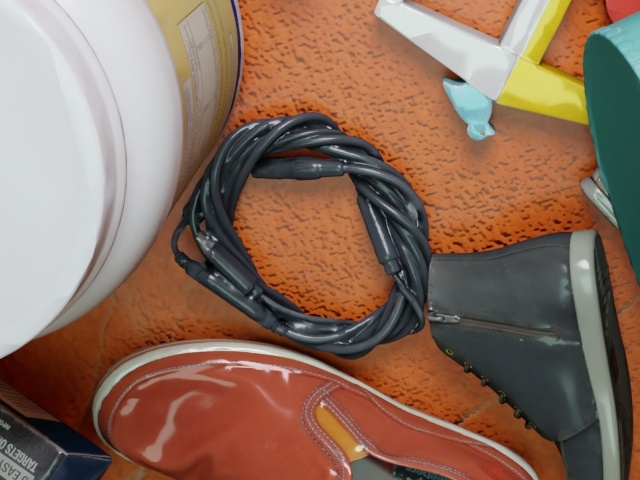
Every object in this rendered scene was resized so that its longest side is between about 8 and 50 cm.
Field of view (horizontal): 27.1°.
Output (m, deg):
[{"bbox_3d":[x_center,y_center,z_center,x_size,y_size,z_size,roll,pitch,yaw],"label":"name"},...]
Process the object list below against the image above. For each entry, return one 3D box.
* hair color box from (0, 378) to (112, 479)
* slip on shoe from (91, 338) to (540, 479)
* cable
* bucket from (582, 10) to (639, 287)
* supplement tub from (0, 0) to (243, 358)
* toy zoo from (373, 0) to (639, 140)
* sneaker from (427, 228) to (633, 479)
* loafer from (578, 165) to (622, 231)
[{"bbox_3d":[-0.316,0.243,0.895,0.174,0.105,0.347,32,85,14],"label":"hair color box"},{"bbox_3d":[-0.002,0.157,0.928,0.331,0.101,0.123,19,111,0],"label":"slip on shoe"},{"bbox_3d":[0.000,0.000,0.908,0.184,0.047,0.151,34,103,-4],"label":"cable"},{"bbox_3d":[0.272,-0.031,0.739,0.183,0.281,0.281,-19,106,3],"label":"bucket"},{"bbox_3d":[-0.180,-0.084,0.739,0.241,0.331,0.241,2,109,4],"label":"supplement tub"},{"bbox_3d":[0.161,-0.194,0.829,0.192,0.030,0.293,24,109,-3],"label":"toy zoo"},{"bbox_3d":[0.147,0.098,0.916,0.118,0.083,0.222,-5,111,21],"label":"sneaker"},{"bbox_3d":[0.227,-0.005,0.883,0.039,0.045,0.125,-44,97,10],"label":"loafer"}]
